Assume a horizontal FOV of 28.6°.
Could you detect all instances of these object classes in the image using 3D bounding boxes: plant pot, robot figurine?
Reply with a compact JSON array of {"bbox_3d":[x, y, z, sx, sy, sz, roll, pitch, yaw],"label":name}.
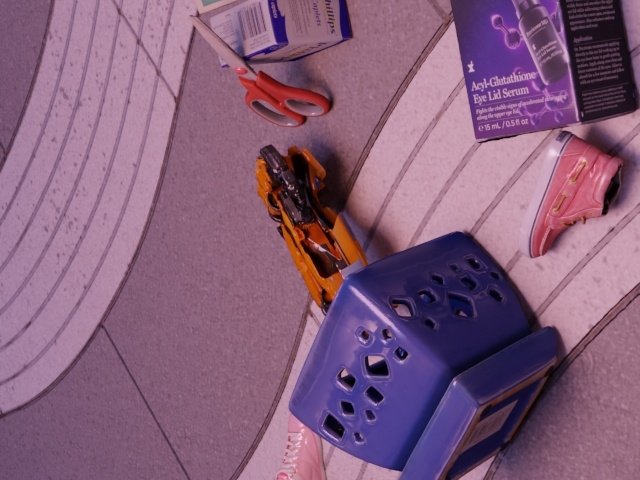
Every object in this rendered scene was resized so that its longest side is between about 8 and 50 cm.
[{"bbox_3d":[0.134,0.159,1.516,0.212,0.236,0.236,43,129,25],"label":"plant pot"},{"bbox_3d":[0.000,0.000,1.693,0.291,0.085,0.211,61,169,16],"label":"robot figurine"}]

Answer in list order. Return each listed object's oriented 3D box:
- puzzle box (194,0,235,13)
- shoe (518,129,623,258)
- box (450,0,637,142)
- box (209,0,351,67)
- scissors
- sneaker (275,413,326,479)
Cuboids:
[{"bbox_3d":[-0.028,-0.464,1.515,0.409,0.052,0.272,-13,104,32],"label":"puzzle box"},{"bbox_3d":[0.281,-0.036,1.413,0.081,0.063,0.178,29,135,21],"label":"shoe"},{"bbox_3d":[0.239,-0.223,1.371,0.153,0.108,0.207,-7,96,50],"label":"box"},{"bbox_3d":[-0.052,-0.280,1.656,0.126,0.137,0.072,-12,91,49],"label":"box"},{"bbox_3d":[-0.103,-0.215,1.646,0.109,0.297,0.021,-7,68,39],"label":"scissors"},{"bbox_3d":[-0.036,0.324,1.873,0.051,0.070,0.134,-10,93,51],"label":"sneaker"}]
